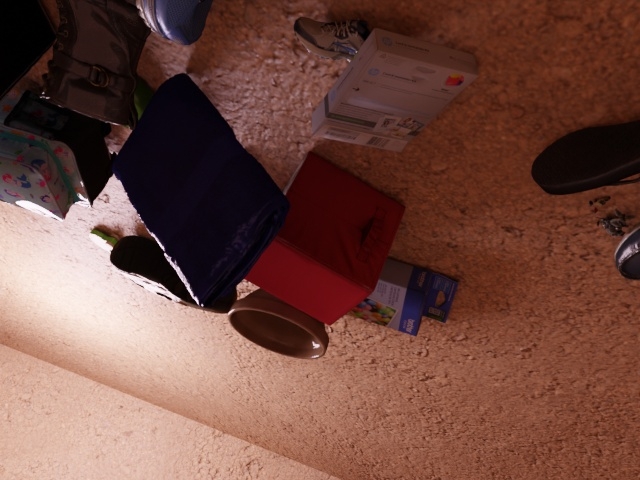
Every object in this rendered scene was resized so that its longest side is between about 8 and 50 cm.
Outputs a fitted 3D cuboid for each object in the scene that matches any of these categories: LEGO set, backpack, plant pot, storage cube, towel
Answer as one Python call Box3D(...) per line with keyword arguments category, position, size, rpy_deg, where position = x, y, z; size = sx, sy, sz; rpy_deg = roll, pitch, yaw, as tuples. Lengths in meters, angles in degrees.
Box3D(category="LEGO set", position=(0.420, -0.028, 0.905), size=(0.083, 0.023, 0.054), rpy_deg=(31, 147, -12))
Box3D(category="backpack", position=(-0.542, -0.169, 1.167), size=(0.253, 0.191, 0.225), rpy_deg=(24, 149, 8))
Box3D(category="plant pot", position=(-0.083, 0.171, 1.426), size=(0.237, 0.110, 0.237), rpy_deg=(15, 149, 9))
Box3D(category="storage cube", position=(0.000, 0.000, 1.063), size=(0.193, 0.184, 0.215), rpy_deg=(29, 148, -7))
Box3D(category="towel", position=(-0.188, -0.082, 0.968), size=(0.228, 0.076, 0.308), rpy_deg=(-48, 66, 24))

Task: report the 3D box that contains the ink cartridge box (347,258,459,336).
Box3D(category="ink cartridge box", position=(0.109, 0.101, 1.258), size=(0.310, 0.065, 0.186), rpy_deg=(15, 147, 10))

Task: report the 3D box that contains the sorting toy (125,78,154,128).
Box3D(category="sorting toy", position=(-0.344, -0.186, 1.062), size=(0.127, 0.126, 0.366), rpy_deg=(7, 145, 24))

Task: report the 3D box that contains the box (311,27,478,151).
Box3D(category="box", position=(0.090, -0.187, 0.816), size=(0.145, 0.038, 0.186), rpy_deg=(6, 156, -23))

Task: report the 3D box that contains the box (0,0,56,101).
Box3D(category="box", position=(-0.710, -0.409, 0.817), size=(0.471, 0.298, 0.480), rpy_deg=(14, 147, 18))

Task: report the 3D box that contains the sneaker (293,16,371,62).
Box3D(category="sneaker", position=(0.033, -0.261, 0.793), size=(0.135, 0.052, 0.058), rpy_deg=(18, 144, -10))

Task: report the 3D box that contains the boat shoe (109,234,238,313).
Box3D(category="boat shoe", position=(-0.341, 0.088, 1.480), size=(0.323, 0.123, 0.120), rpy_deg=(23, 154, 15))

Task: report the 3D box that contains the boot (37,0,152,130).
Box3D(category="boot", position=(-0.349, -0.291, 0.860), size=(0.262, 0.091, 0.229), rpy_deg=(28, 120, -10))

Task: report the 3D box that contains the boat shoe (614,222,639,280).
Box3D(category="boat shoe", position=(0.512, 0.008, 0.850), size=(0.095, 0.079, 0.254), rpy_deg=(33, 146, -16))

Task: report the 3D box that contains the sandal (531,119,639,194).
Box3D(category="sandal", position=(0.379, -0.101, 0.756), size=(0.254, 0.097, 0.054), rpy_deg=(-13, 133, 43))

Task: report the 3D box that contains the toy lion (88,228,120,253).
Box3D(category="toy lion", position=(-0.528, 0.011, 1.555), size=(0.096, 0.034, 0.100), rpy_deg=(10, 146, 32))

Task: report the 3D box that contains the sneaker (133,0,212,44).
Box3D(category="sneaker", position=(-0.110, -0.329, 0.703), size=(0.147, 0.130, 0.330), rpy_deg=(32, 147, -9))
